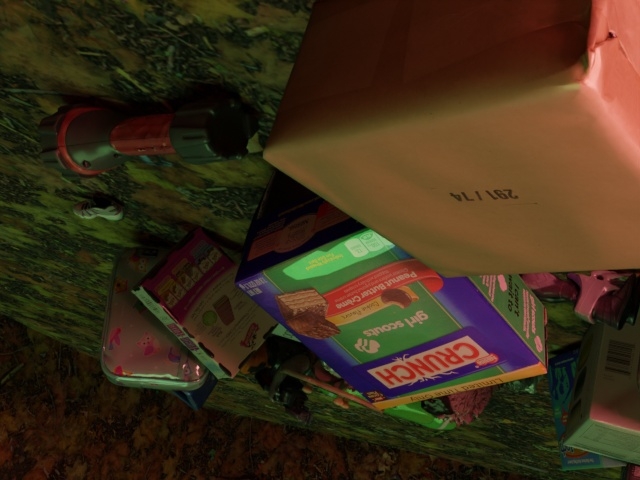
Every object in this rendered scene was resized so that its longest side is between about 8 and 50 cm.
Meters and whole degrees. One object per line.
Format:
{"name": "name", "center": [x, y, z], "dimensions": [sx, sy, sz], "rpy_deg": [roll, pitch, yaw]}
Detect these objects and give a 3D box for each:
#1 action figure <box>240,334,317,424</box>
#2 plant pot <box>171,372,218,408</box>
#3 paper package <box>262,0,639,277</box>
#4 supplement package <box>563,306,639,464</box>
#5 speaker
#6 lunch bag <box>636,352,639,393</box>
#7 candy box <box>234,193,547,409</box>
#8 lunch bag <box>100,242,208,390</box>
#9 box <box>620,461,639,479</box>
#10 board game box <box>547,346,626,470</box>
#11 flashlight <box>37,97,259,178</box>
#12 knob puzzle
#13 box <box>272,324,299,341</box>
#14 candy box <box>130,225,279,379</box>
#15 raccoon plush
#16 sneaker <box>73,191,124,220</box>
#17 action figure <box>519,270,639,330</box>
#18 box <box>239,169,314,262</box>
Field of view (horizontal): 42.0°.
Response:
{"name": "action figure", "center": [-0.106, 0.297, 2.033], "dimensions": [0.330, 0.179, 0.341], "rpy_deg": [23, -175, -32]}
{"name": "plant pot", "center": [-0.288, 0.199, 1.779], "dimensions": [0.236, 0.212, 0.236], "rpy_deg": [39, 162, 8]}
{"name": "paper package", "center": [0.169, -0.098, 0.733], "dimensions": [0.324, 0.168, 0.309], "rpy_deg": [-6, 151, 46]}
{"name": "supplement package", "center": [0.511, 0.232, 1.302], "dimensions": [0.198, 0.199, 0.263], "rpy_deg": [12, 160, 13]}
{"name": "speaker", "center": [0.148, 0.297, 1.721], "dimensions": [0.296, 0.131, 0.131], "rpy_deg": [19, 161, -8]}
{"name": "lunch bag", "center": [0.554, 0.136, 0.988], "dimensions": [0.256, 0.213, 0.305], "rpy_deg": [-1, 155, 42]}
{"name": "candy box", "center": [0.096, 0.070, 1.065], "dimensions": [0.268, 0.122, 0.317], "rpy_deg": [-22, 128, 35]}
{"name": "lunch bag", "center": [-0.298, 0.145, 1.611], "dimensions": [0.224, 0.279, 0.108], "rpy_deg": [6, 161, -3]}
{"name": "box", "center": [0.690, 0.354, 1.430], "dimensions": [0.307, 0.243, 0.076], "rpy_deg": [10, 160, 15]}
{"name": "board game box", "center": [0.479, 0.308, 1.519], "dimensions": [0.047, 0.210, 0.160], "rpy_deg": [-2, 163, -12]}
{"name": "flashlight", "center": [-0.231, -0.131, 1.061], "dimensions": [0.304, 0.103, 0.103], "rpy_deg": [3, 153, 38]}
{"name": "knob puzzle", "center": [0.004, 0.284, 1.569], "dimensions": [0.213, 0.030, 0.213], "rpy_deg": [22, 170, 4]}
{"name": "box", "center": [0.003, 0.181, 1.788], "dimensions": [0.321, 0.059, 0.232], "rpy_deg": [17, 161, -6]}
{"name": "candy box", "center": [-0.200, 0.114, 1.500], "dimensions": [0.233, 0.159, 0.071], "rpy_deg": [48, 152, -11]}
{"name": "raccoon plush", "center": [0.184, 0.234, 1.557], "dimensions": [0.299, 0.216, 0.446], "rpy_deg": [2, 156, 40]}
{"name": "sneaker", "center": [-0.403, -0.066, 1.477], "dimensions": [0.098, 0.038, 0.069], "rpy_deg": [2, 156, 13]}
{"name": "action figure", "center": [0.298, 0.060, 1.177], "dimensions": [0.285, 0.099, 0.185], "rpy_deg": [10, 167, 29]}
{"name": "box", "center": [0.000, 0.000, 1.219], "dimensions": [0.207, 0.108, 0.153], "rpy_deg": [20, 160, -8]}
